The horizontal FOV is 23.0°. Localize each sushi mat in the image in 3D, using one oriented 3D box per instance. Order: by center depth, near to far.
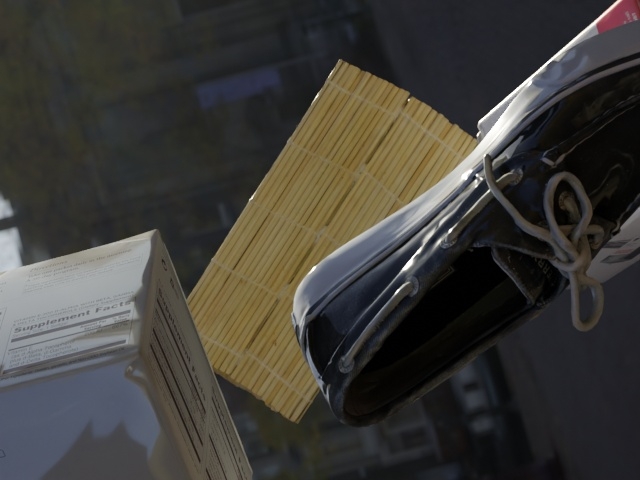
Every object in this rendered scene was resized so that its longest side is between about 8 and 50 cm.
[{"bbox_3d":[0.000,0.000,1.448,0.151,0.316,0.019,33,-178,7],"label":"sushi mat"}]

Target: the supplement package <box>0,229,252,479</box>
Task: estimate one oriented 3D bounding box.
[{"bbox_3d":[-0.194,0.141,0.968,0.145,0.262,0.204,-91,-15,-60],"label":"supplement package"}]

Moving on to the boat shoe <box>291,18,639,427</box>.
[{"bbox_3d":[0.117,-0.005,0.902,0.113,0.306,0.105,51,-171,-36],"label":"boat shoe"}]

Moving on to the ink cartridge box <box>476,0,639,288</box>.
[{"bbox_3d":[0.233,-0.074,1.246,0.218,0.092,0.158,-40,59,51],"label":"ink cartridge box"}]
